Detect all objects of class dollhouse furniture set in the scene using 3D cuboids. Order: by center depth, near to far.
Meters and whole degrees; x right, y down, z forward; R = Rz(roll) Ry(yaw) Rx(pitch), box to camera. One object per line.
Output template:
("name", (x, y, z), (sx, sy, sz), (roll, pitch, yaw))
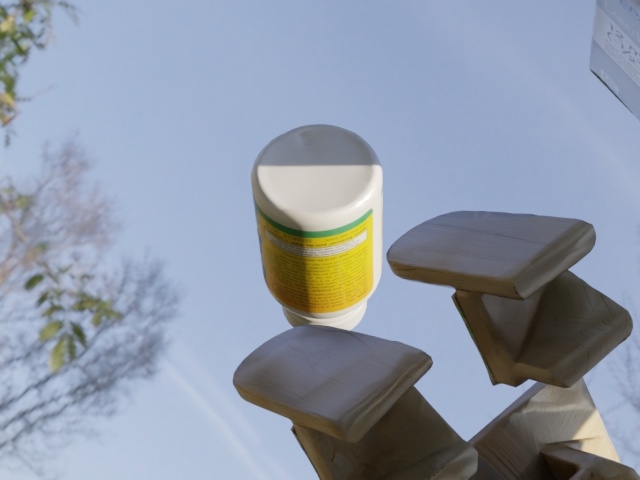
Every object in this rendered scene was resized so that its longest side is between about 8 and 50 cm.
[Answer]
("dollhouse furniture set", (0.027, 0.230, 0.745), (0.256, 0.394, 0.362), (7, -53, 59))

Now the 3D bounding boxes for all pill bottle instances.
("pill bottle", (0.000, 0.000, 1.089), (0.117, 0.117, 0.208), (27, -31, 22))

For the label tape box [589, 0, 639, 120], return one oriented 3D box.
("label tape box", (0.319, -0.216, 0.801), (0.115, 0.249, 0.347), (51, 3, 16))
